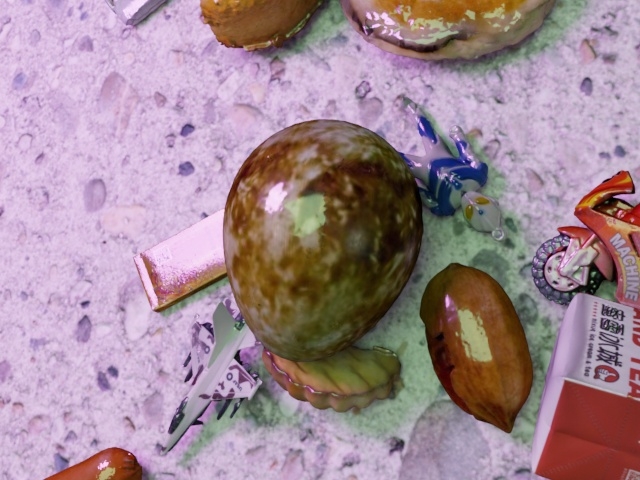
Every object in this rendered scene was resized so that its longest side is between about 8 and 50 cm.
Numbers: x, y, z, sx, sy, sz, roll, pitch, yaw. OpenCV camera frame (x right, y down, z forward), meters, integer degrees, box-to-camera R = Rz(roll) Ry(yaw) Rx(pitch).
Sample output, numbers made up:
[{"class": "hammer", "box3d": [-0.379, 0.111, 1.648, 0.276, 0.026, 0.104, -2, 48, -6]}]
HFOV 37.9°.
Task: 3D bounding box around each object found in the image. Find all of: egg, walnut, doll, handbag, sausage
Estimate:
[{"class": "egg", "box3d": [0.000, 0.000, 1.104, 0.238, 0.238, 0.290, 7, 80, 19]}, {"class": "walnut", "box3d": [0.184, 0.125, 1.091, 0.115, 0.116, 0.207, -23, 79, 12]}, {"class": "doll", "box3d": [0.158, -0.084, 1.171, 0.114, 0.057, 0.227, -44, 67, 0]}, {"class": "handbag", "box3d": [0.382, 0.181, 0.962, 0.298, 0.171, 0.151, 14, 124, 13]}, {"class": "sausage", "box3d": [-0.320, 0.333, 1.222, 0.197, 0.076, 0.076, -28, 71, 10]}]

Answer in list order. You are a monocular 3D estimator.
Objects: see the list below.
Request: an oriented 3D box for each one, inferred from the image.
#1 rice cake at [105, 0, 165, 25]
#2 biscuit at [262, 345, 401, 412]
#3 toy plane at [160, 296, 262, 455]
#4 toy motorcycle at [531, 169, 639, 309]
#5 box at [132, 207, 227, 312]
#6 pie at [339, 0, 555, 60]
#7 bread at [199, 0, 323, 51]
[{"class": "rice cake", "box3d": [-0.235, -0.415, 1.383, 0.211, 0.038, 0.124, -40, 70, 6]}, {"class": "biscuit", "box3d": [-0.001, 0.160, 1.160, 0.183, 0.061, 0.118, 26, 45, 22]}, {"class": "toy plane", "box3d": [-0.138, 0.177, 1.196, 0.160, 0.082, 0.234, 39, 115, 40]}, {"class": "toy motorcycle", "box3d": [0.392, 0.011, 1.051, 0.298, 0.089, 0.171, 7, 87, 20]}, {"class": "box", "box3d": [-0.175, 0.027, 1.272, 0.156, 0.022, 0.089, -29, 69, 10]}, {"class": "pie", "box3d": [0.169, -0.386, 1.227, 0.338, 0.077, 0.339, -5, 72, 15]}, {"class": "bread", "box3d": [-0.060, -0.387, 1.259, 0.147, 0.160, 0.261, 15, 77, 14]}]
